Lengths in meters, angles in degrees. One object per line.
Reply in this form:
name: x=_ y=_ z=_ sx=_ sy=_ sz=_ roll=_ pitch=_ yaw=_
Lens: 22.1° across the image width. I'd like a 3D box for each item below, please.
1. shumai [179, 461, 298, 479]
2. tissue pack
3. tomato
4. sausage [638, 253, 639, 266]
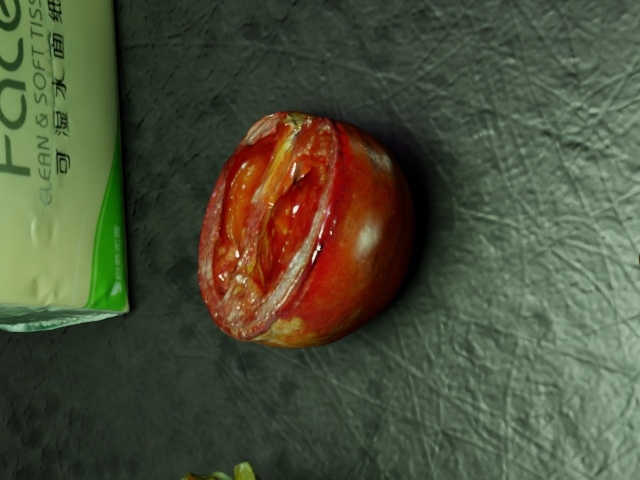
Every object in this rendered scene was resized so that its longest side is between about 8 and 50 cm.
shumai: x=-0.084 y=0.339 z=1.326 sx=0.330 sy=0.288 sz=0.292 roll=-46 pitch=67 yaw=20
tissue pack: x=-0.330 y=-0.123 z=1.479 sx=0.205 sy=0.332 sz=0.405 roll=-8 pitch=83 yaw=28
tomato: x=0.000 y=0.000 z=1.379 sx=0.200 sy=0.139 sz=0.233 roll=-67 pitch=25 yaw=4
sausage: x=0.283 y=-0.002 z=1.245 sx=0.054 sy=0.059 sz=0.094 roll=33 pitch=101 yaw=16
